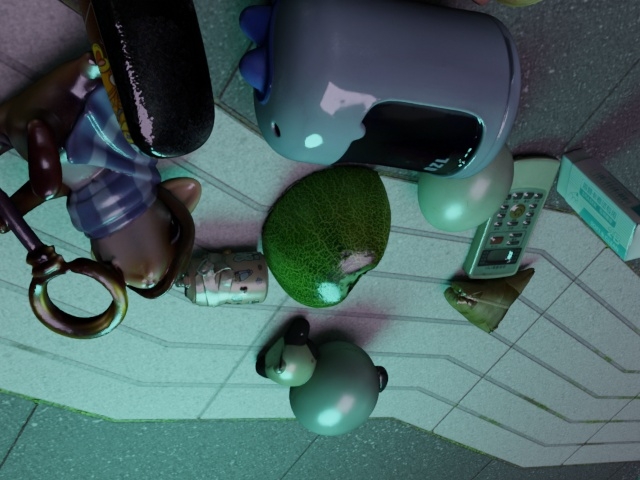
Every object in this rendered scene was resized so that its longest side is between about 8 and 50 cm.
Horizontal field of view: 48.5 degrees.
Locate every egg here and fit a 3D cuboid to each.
[{"bbox_3d":[0.244,-0.100,1.207,0.149,0.149,0.192,5,129,-28],"label":"egg"}]

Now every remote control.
[{"bbox_3d":[0.374,-0.043,1.395,0.123,0.038,0.285,-3,129,-22],"label":"remote control"}]

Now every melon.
[{"bbox_3d":[0.000,0.000,1.167,0.129,0.169,0.265,27,112,-38],"label":"melon"}]

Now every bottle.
[{"bbox_3d":[-0.169,0.066,1.199,0.152,0.099,0.099,0,128,-20],"label":"bottle"}]

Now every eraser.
[{"bbox_3d":[0.522,-0.069,1.310,0.052,0.225,0.096,-17,134,-10],"label":"eraser"}]

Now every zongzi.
[{"bbox_3d":[0.357,0.094,1.487,0.176,0.078,0.160,-49,131,6],"label":"zongzi"}]

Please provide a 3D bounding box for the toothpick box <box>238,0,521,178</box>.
[{"bbox_3d":[0.060,-0.224,0.964,0.354,0.263,0.263,2,127,-22],"label":"toothpick box"}]

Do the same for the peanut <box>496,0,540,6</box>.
[{"bbox_3d":[0.293,-0.395,0.992,0.159,0.109,0.141,-11,131,-54],"label":"peanut"}]

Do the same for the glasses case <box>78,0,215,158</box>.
[{"bbox_3d":[-0.207,-0.255,0.831,0.122,0.082,0.321,-28,113,-40],"label":"glasses case"}]

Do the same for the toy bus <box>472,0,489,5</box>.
[{"bbox_3d":[0.221,-0.514,0.805,0.233,0.203,0.427,18,122,-30],"label":"toy bus"}]

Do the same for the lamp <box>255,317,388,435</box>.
[{"bbox_3d":[0.002,0.279,1.417,0.244,0.198,0.198,37,109,-18],"label":"lamp"}]

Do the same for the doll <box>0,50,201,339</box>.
[{"bbox_3d":[-0.298,-0.061,0.946,0.317,0.209,0.340,-33,132,-5],"label":"doll"}]
